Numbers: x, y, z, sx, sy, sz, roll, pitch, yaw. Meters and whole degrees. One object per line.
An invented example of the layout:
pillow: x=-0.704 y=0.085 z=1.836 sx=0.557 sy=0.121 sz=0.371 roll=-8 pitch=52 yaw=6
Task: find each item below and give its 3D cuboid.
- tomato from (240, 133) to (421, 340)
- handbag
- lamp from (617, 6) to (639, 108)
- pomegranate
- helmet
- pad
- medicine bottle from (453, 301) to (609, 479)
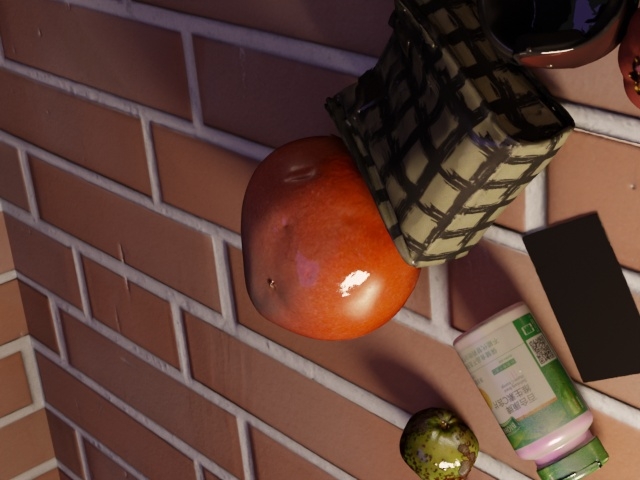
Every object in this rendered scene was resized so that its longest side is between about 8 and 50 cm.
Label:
tomato: x=0.000 y=0.000 z=1.991 sx=0.341 sy=0.273 sz=0.341 roll=44 pitch=152 yaw=31
handbag: x=0.172 y=-0.177 z=1.778 sx=0.327 sy=0.162 sz=0.325 roll=61 pitch=143 yaw=22
lamp: x=0.433 y=-0.207 z=1.408 sx=0.182 sy=0.140 sz=0.182 roll=21 pitch=128 yaw=30
pomegranate: x=0.210 y=0.355 z=2.087 sx=0.138 sy=0.163 sz=0.125 roll=29 pitch=94 yaw=22
helmet: x=0.294 y=-0.307 z=1.493 sx=0.216 sy=0.193 sz=0.189 roll=-2 pitch=93 yaw=47
pad: x=0.393 y=0.088 z=1.760 sx=0.163 sy=0.004 sz=0.243 roll=-21 pitch=92 yaw=56
medicine bottle: x=0.323 y=0.239 z=1.831 sx=0.274 sy=0.133 sz=0.133 roll=59 pitch=145 yaw=9
